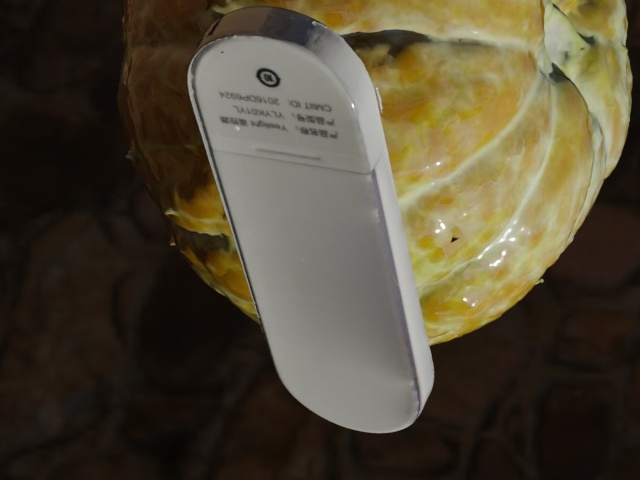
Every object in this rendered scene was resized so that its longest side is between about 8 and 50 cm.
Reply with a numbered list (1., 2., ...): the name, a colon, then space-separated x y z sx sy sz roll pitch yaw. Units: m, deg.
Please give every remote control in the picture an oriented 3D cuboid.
1. remote control: 0.000 0.000 0.807 0.245 0.077 0.022 76 31 -44

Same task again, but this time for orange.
1. orange: 0.034 -0.098 1.072 0.329 0.249 0.329 23 63 -54
